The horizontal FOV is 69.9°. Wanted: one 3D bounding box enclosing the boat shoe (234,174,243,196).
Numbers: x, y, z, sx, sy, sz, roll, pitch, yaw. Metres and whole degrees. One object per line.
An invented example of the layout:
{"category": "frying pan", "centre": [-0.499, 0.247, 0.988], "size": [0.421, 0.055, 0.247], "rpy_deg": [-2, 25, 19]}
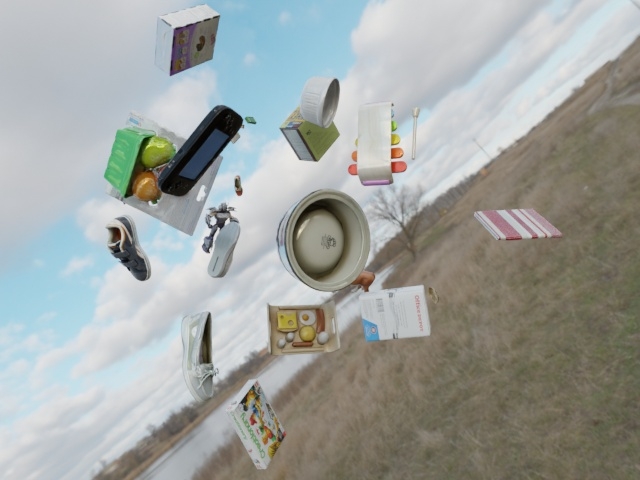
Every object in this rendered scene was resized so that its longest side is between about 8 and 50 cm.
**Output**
{"category": "boat shoe", "centre": [-0.493, -0.322, 2.738], "size": [0.043, 0.049, 0.136], "rpy_deg": [-86, -3, -59]}

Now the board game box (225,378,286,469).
{"category": "board game box", "centre": [-0.265, 0.764, 1.913], "size": [0.053, 0.305, 0.193], "rpy_deg": [-16, 16, 29]}

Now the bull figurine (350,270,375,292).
{"category": "bull figurine", "centre": [0.158, 0.219, 2.640], "size": [0.101, 0.311, 0.188], "rpy_deg": [-94, 21, -67]}

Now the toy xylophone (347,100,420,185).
{"category": "toy xylophone", "centre": [0.220, -0.344, 1.574], "size": [0.081, 0.237, 0.322], "rpy_deg": [36, -117, -68]}

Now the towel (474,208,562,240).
{"category": "towel", "centre": [0.915, -0.071, 2.138], "size": [0.330, 0.237, 0.037], "rpy_deg": [-3, -56, -13]}

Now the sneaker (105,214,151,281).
{"category": "sneaker", "centre": [-0.881, 0.052, 2.072], "size": [0.126, 0.320, 0.127], "rpy_deg": [-10, 15, 26]}

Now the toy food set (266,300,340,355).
{"category": "toy food set", "centre": [-0.077, 0.366, 1.952], "size": [0.307, 0.219, 0.092], "rpy_deg": [1, -27, -16]}

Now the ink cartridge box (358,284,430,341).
{"category": "ink cartridge box", "centre": [0.223, 0.217, 1.367], "size": [0.191, 0.139, 0.082], "rpy_deg": [-9, 2, 15]}

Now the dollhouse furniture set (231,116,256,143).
{"category": "dollhouse furniture set", "centre": [-0.385, -0.543, 2.227], "size": [0.152, 0.076, 0.059], "rpy_deg": [-38, -10, 27]}

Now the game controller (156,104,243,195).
{"category": "game controller", "centre": [-0.355, -0.263, 1.367], "size": [0.319, 0.067, 0.166], "rpy_deg": [-48, -18, 7]}

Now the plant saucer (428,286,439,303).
{"category": "plant saucer", "centre": [0.526, 0.252, 2.116], "size": [0.015, 0.083, 0.083], "rpy_deg": [-19, -12, -11]}

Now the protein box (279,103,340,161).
{"category": "protein box", "centre": [-0.048, -0.511, 2.144], "size": [0.199, 0.136, 0.201], "rpy_deg": [-54, -47, -22]}

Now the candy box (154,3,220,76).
{"category": "candy box", "centre": [-0.416, -0.629, 1.434], "size": [0.196, 0.070, 0.164], "rpy_deg": [-44, -11, -40]}

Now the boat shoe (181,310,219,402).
{"category": "boat shoe", "centre": [-0.428, 0.418, 1.655], "size": [0.103, 0.320, 0.118], "rpy_deg": [-17, -22, 13]}

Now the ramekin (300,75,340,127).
{"category": "ramekin", "centre": [-0.004, -0.582, 1.903], "size": [0.207, 0.109, 0.207], "rpy_deg": [18, -90, -76]}

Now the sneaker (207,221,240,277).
{"category": "sneaker", "centre": [-0.416, 0.042, 1.998], "size": [0.258, 0.094, 0.091], "rpy_deg": [-66, -13, -7]}

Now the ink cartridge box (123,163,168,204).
{"category": "ink cartridge box", "centre": [-0.836, -0.348, 2.185], "size": [0.309, 0.130, 0.271], "rpy_deg": [-77, -5, -54]}

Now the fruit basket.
{"category": "fruit basket", "centre": [-0.543, -0.230, 1.584], "size": [0.165, 0.353, 0.326], "rpy_deg": [-77, 13, -68]}

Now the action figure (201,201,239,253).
{"category": "action figure", "centre": [-0.500, -0.067, 2.273], "size": [0.186, 0.099, 0.284], "rpy_deg": [3, -62, -34]}

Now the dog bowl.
{"category": "dog bowl", "centre": [0.000, 0.000, 1.850], "size": [0.408, 0.407, 0.150], "rpy_deg": [-37, 19, -28]}
